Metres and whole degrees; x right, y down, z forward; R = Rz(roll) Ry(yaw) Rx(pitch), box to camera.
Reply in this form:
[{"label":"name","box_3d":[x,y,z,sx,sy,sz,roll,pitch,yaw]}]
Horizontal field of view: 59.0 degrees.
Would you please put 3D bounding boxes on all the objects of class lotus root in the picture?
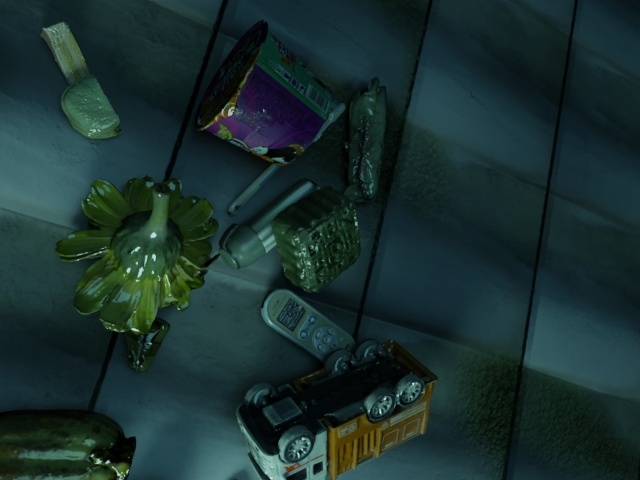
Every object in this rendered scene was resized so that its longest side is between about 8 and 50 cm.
[{"label":"lotus root","box_3d":[-0.467,0.355,0.923,0.310,0.173,0.173,11,78,-19]}]

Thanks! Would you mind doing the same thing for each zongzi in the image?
[{"label":"zongzi","box_3d":[-0.357,0.181,1.057,0.119,0.055,0.109,26,74,-8]}]

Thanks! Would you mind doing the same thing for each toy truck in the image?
[{"label":"toy truck","box_3d":[0.036,0.363,1.140,0.388,0.173,0.206,-16,120,-26]}]

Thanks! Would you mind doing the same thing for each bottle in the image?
[{"label":"bottle","box_3d":[-0.103,-0.041,1.187,0.254,0.080,0.096,-41,124,-24]}]

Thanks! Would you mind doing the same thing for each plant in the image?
[{"label":"plant","box_3d":[-0.288,0.004,1.034,0.261,0.297,0.305,27,45,-48]}]

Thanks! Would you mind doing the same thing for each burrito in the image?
[{"label":"burrito","box_3d":[0.108,-0.236,1.326,0.096,0.066,0.308,12,78,-29]}]

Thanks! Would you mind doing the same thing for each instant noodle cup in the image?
[{"label":"instant noodle cup","box_3d":[-0.107,-0.280,1.142,0.190,0.251,0.251,31,71,-28]}]

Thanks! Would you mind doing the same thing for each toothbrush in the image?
[{"label":"toothbrush","box_3d":[-0.067,-0.186,1.250,0.040,0.040,0.386,46,67,-13]}]

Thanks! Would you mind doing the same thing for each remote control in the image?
[{"label":"remote control","box_3d":[-0.025,0.191,1.215,0.244,0.047,0.087,39,72,-16]}]

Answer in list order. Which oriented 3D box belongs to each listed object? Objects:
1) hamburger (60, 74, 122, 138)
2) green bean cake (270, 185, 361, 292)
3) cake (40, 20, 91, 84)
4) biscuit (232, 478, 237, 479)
[{"label":"hamburger","box_3d":[-0.442,-0.248,1.074,0.084,0.054,0.121,-27,92,-22]},{"label":"green bean cake","box_3d":[0.000,0.000,1.180,0.173,0.094,0.181,-33,132,-30]},{"label":"cake","box_3d":[-0.481,-0.352,1.081,0.052,0.065,0.121,-33,120,-26]},{"label":"biscuit","box_3d":[-0.152,0.594,1.106,0.145,0.033,0.224,-33,97,-26]}]
